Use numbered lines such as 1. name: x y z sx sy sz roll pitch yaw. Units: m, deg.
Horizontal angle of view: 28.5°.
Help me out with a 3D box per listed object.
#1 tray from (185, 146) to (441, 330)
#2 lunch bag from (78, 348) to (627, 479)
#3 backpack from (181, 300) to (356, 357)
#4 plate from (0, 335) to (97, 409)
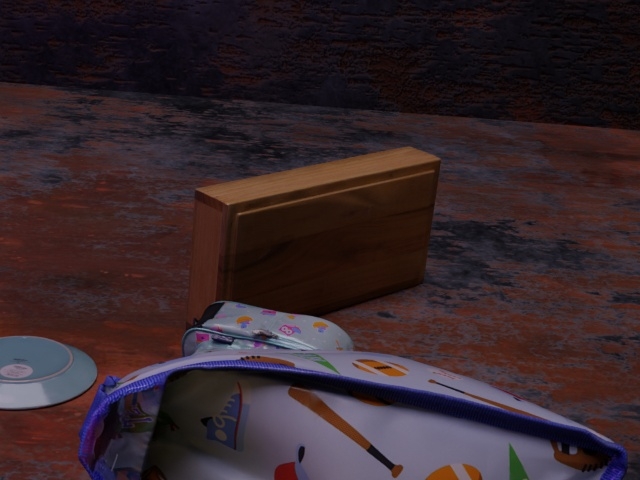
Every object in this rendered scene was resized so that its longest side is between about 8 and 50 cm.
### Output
1. tray: 0.000 0.000 1.766 0.411 0.202 0.076 -14 29 -41
2. lunch bag: -0.005 0.198 1.026 0.386 0.238 0.328 17 -6 -7
3. backpack: -0.055 0.162 1.372 0.189 0.165 0.144 4 22 10
4. plate: -0.366 0.152 1.531 0.188 0.024 0.188 5 20 -2
